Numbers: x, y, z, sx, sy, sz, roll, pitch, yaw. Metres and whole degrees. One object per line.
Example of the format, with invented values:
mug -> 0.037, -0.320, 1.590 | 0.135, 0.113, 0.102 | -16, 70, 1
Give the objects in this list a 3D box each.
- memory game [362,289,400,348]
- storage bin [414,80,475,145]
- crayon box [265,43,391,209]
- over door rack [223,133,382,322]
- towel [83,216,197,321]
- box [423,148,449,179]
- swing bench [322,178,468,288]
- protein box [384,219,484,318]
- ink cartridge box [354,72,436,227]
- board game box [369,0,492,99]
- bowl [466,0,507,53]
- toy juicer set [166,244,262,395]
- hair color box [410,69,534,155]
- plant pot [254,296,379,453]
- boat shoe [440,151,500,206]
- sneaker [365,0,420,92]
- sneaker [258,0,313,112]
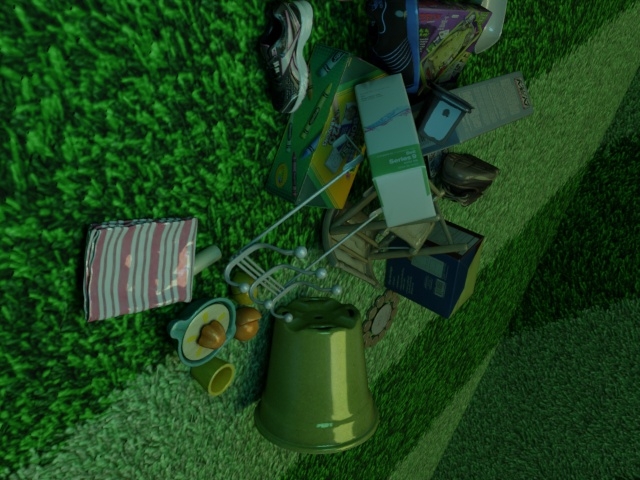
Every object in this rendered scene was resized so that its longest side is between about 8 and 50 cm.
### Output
memory game -> 0.168, 0.219, 1.864 | 0.186, 0.012, 0.186 | -37, 140, -38
storage bin -> 0.217, -0.237, 1.238 | 0.091, 0.098, 0.135 | -60, -174, 16
crayon box -> 0.017, -0.202, 1.226 | 0.165, 0.081, 0.278 | 2, 111, -58
over door rack -> 0.000, 0.000, 1.191 | 0.324, 0.108, 0.239 | -48, 154, -5
towel -> -0.263, 0.040, 0.996 | 0.197, 0.029, 0.144 | -8, 108, -50
box -> 0.288, -0.231, 1.677 | 0.094, 0.027, 0.137 | -52, 148, -21
swing bench -> 0.155, -0.030, 1.464 | 0.255, 0.165, 0.253 | -25, 157, 17
protein box -> 0.295, 0.059, 1.744 | 0.136, 0.201, 0.199 | -35, 140, -39
ink cartridge box -> 0.128, -0.155, 1.146 | 0.154, 0.093, 0.212 | 63, 15, -56
board game box -> 0.223, -0.394, 1.385 | 0.347, 0.056, 0.208 | -21, 148, -50
bowl -> 0.385, -0.528, 1.568 | 0.142, 0.053, 0.141 | -37, 141, -36
toy juicer set -> -0.181, 0.130, 1.174 | 0.209, 0.090, 0.329 | -50, 147, -22
hair color box -> 0.311, -0.280, 1.495 | 0.375, 0.185, 0.113 | -25, 97, -47
plant pot -> -0.008, 0.267, 1.419 | 0.276, 0.276, 0.253 | -22, 119, -49
boat shoe -> 0.394, -0.152, 1.777 | 0.355, 0.132, 0.130 | -11, 129, -63
sneaker -> 0.132, -0.349, 1.184 | 0.232, 0.091, 0.081 | 72, 19, -61
sneaker -> -0.067, -0.293, 1.055 | 0.077, 0.072, 0.178 | -13, 116, -39
